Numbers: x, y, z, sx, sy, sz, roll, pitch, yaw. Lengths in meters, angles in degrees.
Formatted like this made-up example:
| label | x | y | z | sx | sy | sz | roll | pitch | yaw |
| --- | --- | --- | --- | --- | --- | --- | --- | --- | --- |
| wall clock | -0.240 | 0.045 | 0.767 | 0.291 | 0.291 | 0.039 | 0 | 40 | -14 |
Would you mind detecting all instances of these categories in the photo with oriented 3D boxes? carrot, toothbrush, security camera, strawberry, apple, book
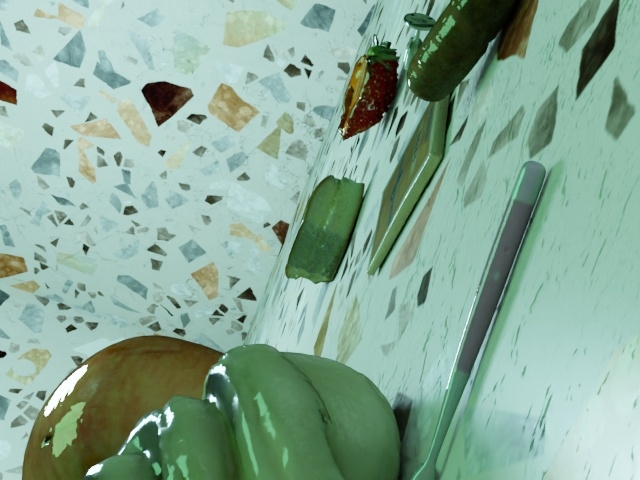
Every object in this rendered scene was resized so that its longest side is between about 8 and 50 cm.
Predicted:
| label | x | y | z | sx | sy | sz | roll | pitch | yaw |
| --- | --- | --- | --- | --- | --- | --- | --- | --- | --- |
| carrot | 0.188 | -0.280 | 0.920 | 0.070 | 0.070 | 0.342 | -77 | 14 | -48 |
| toothbrush | 0.112 | 0.077 | 0.668 | 0.025 | 0.020 | 0.286 | -56 | -14 | -86 |
| security camera | 0.155 | -0.324 | 1.475 | 0.058 | 0.058 | 0.092 | -78 | 0 | -51 |
| strawberry | 0.098 | -0.282 | 1.673 | 0.140 | 0.085 | 0.192 | 138 | 146 | -63 |
| apple | -0.245 | 0.332 | 1.385 | 0.346 | 0.392 | 0.391 | -79 | 10 | -64 |
| book | 0.116 | -0.085 | 1.184 | 0.241 | 0.018 | 0.170 | 115 | 172 | -47 |

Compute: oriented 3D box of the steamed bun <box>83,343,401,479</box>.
| label | x | y | z | sx | sy | sz | roll | pitch | yaw |
| --- | --- | --- | --- | --- | --- | --- | --- | --- | --- |
| steamed bun | -0.096 | 0.256 | 0.809 | 0.352 | 0.247 | 0.339 | -56 | 10 | 39 |

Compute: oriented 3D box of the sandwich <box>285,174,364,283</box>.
| label | x | y | z | sx | sy | sz | roll | pitch | yaw |
| --- | --- | --- | --- | --- | --- | --- | --- | --- | --- |
| sandwich | 0.000 | 0.000 | 1.656 | 0.096 | 0.094 | 0.258 | -72 | 2 | -57 |
